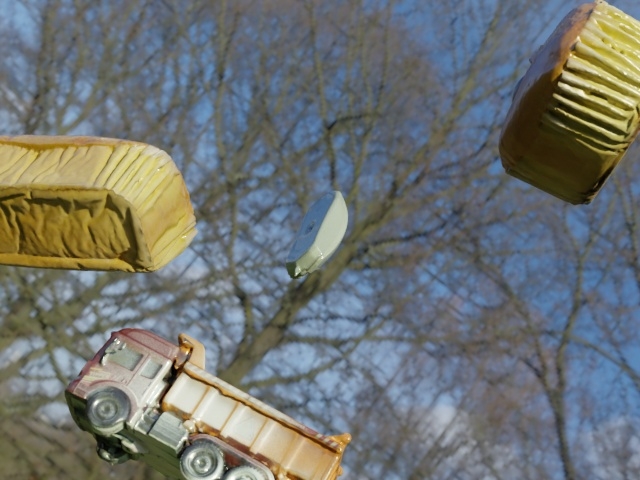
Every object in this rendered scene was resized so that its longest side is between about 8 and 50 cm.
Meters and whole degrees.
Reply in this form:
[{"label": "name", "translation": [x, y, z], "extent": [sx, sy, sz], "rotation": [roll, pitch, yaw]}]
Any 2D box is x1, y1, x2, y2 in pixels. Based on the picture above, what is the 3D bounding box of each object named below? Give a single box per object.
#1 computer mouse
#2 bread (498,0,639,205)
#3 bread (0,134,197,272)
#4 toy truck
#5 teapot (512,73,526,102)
[{"label": "computer mouse", "translation": [0.000, 0.000, 1.683], "extent": [0.056, 0.182, 0.089], "rotation": [39, -44, -16]}, {"label": "bread", "translation": [0.228, -0.123, 0.960], "extent": [0.114, 0.132, 0.190], "rotation": [27, -30, 1]}, {"label": "bread", "translation": [-0.294, -0.037, 1.213], "extent": [0.288, 0.119, 0.153], "rotation": [2, -53, 17]}, {"label": "toy truck", "translation": [-0.113, 0.189, 1.077], "extent": [0.270, 0.135, 0.114], "rotation": [26, -31, 11]}, {"label": "teapot", "translation": [0.250, -0.168, 1.224], "extent": [0.045, 0.100, 0.068], "rotation": [30, 3, -44]}]
